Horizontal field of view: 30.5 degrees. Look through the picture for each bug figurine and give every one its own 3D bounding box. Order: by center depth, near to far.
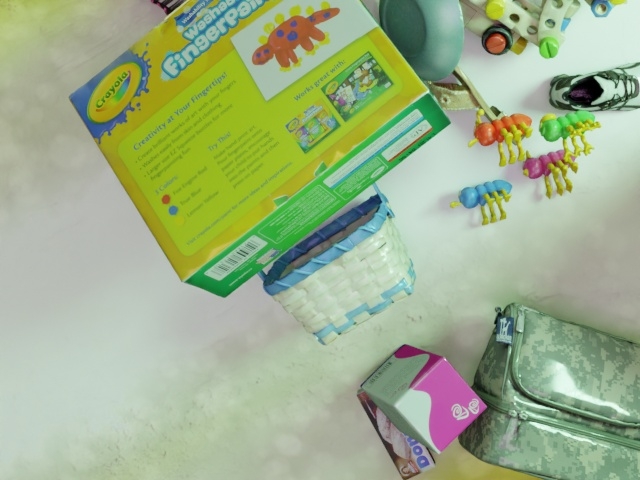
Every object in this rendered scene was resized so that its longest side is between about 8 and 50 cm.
[{"bbox_3d":[0.315,-0.130,1.828,0.216,0.279,0.072,-13,63,-9],"label":"bug figurine"}]

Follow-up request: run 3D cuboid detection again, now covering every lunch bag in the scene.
[{"bbox_3d":[0.394,0.256,1.896,0.305,0.212,0.256,16,86,-6],"label":"lunch bag"}]

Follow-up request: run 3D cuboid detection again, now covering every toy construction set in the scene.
[{"bbox_3d":[0.286,-0.404,1.777,0.327,0.151,0.215,40,128,3],"label":"toy construction set"}]

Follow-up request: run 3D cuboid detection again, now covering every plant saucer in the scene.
[{"bbox_3d":[0.141,-0.334,1.794,0.037,0.195,0.195,-22,103,-29],"label":"plant saucer"}]

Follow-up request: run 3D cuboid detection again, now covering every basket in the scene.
[{"bbox_3d":[0.000,0.000,1.869,0.254,0.201,0.289,-29,105,13],"label":"basket"}]

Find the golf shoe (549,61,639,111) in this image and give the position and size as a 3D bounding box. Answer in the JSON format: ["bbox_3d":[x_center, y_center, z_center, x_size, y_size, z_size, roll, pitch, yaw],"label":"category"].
[{"bbox_3d":[0.459,-0.232,1.833,0.198,0.094,0.077,-10,101,5],"label":"golf shoe"}]

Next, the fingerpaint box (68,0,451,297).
[{"bbox_3d":[-0.095,-0.196,1.767,0.444,0.163,0.371,-38,69,8],"label":"fingerpaint box"}]

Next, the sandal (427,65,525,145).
[{"bbox_3d":[0.216,-0.220,1.859,0.240,0.088,0.079,43,97,-11],"label":"sandal"}]

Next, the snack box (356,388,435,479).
[{"bbox_3d":[0.131,0.325,2.028,0.064,0.022,0.178,-27,99,9],"label":"snack box"}]

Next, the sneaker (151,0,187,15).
[{"bbox_3d":[-0.232,-0.374,1.872,0.170,0.063,0.075,9,98,-2],"label":"sneaker"}]

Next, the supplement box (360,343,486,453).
[{"bbox_3d":[0.162,0.251,1.895,0.111,0.220,0.114,-42,97,-8],"label":"supplement box"}]
